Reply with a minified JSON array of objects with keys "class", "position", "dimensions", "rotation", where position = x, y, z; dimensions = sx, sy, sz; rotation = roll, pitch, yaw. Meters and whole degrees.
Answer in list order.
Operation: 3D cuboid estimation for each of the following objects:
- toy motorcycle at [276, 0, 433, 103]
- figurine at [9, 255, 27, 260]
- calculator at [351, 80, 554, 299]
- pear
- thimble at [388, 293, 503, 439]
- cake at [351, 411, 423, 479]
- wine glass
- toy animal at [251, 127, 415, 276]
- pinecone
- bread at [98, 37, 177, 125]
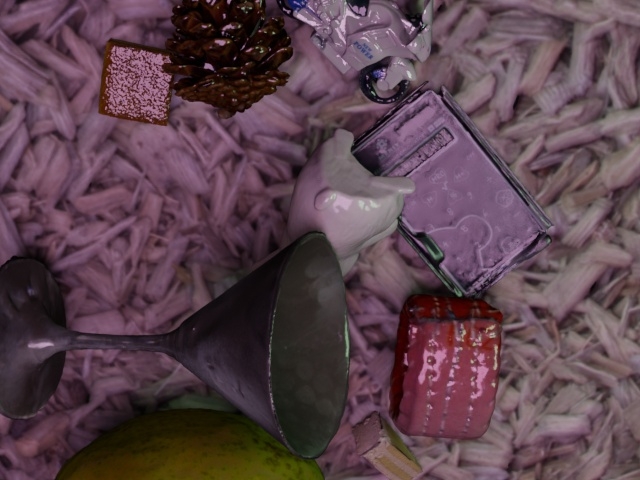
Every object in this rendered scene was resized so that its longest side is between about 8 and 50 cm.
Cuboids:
[{"class":"toy motorcycle","position":[0.053,-0.277,1.612],"dimensions":[0.221,0.102,0.150],"rotation":[43,114,-15]},{"class":"figurine","position":[-0.421,0.093,1.733],"dimensions":[0.086,0.087,0.149],"rotation":[43,104,24]},{"class":"calculator","position":[0.167,-0.060,1.723],"dimensions":[0.165,0.028,0.274],"rotation":[-39,105,10]},{"class":"pear","position":[-0.157,0.393,1.700],"dimensions":[0.391,0.391,0.391],"rotation":[-1,109,-2]},{"class":"thimble","position":[0.159,0.164,1.728],"dimensions":[0.125,0.163,0.190],"rotation":[6,113,-5]},{"class":"cake","position":[0.096,0.293,1.840],"dimensions":[0.052,0.065,0.121],"rotation":[-36,129,10]},{"class":"wine glass","position":[-0.190,0.126,1.596],"dimensions":[0.406,0.267,0.267],"rotation":[-1,110,19]},{"class":"toy animal","position":[0.009,-0.013,1.691],"dimensions":[0.140,0.138,0.282],"rotation":[35,147,8]},{"class":"pinecone","position":[-0.113,-0.233,1.596],"dimensions":[0.173,0.173,0.174],"rotation":[-1,109,-2]},{"class":"bread","position":[-0.228,-0.198,1.660],"dimensions":[0.090,0.035,0.094],"rotation":[9,109,-5]}]
